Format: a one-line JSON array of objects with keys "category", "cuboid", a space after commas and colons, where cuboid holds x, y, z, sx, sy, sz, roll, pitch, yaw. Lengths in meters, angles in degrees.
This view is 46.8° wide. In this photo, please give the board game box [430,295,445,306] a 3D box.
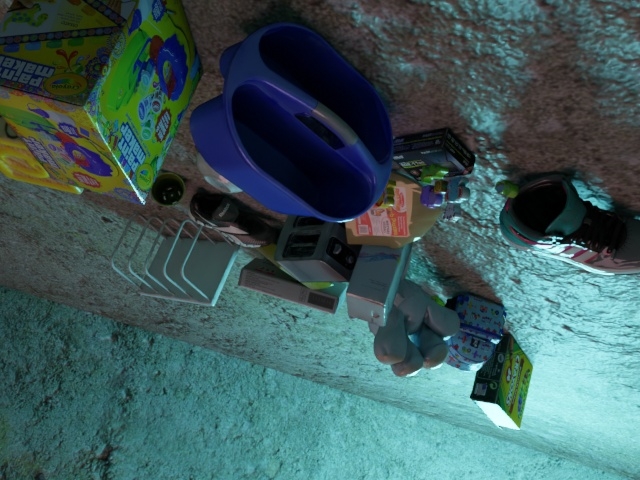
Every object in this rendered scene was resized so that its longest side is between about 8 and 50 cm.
[{"category": "board game box", "cuboid": [0.309, 0.206, 2.039, 0.092, 0.043, 0.181, 4, 154, 33]}]

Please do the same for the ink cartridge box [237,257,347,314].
[{"category": "ink cartridge box", "cuboid": [-0.061, 0.110, 2.039, 0.275, 0.060, 0.239, 16, -165, 8]}]

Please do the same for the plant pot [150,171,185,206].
[{"category": "plant pot", "cuboid": [-0.365, -0.116, 1.793, 0.083, 0.083, 0.079, 20, 171, -2]}]

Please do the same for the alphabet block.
[{"category": "alphabet block", "cuboid": [-0.557, -0.235, 1.486, 0.192, 0.197, 0.193, 13, 158, 17]}]

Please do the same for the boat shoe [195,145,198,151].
[{"category": "boat shoe", "cuboid": [-0.164, -0.176, 1.466, 0.223, 0.074, 0.080, 7, 156, 28]}]

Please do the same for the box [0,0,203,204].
[{"category": "box", "cuboid": [-0.335, -0.256, 1.136, 0.176, 0.279, 0.290, 16, 159, 10]}]

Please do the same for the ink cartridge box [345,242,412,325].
[{"category": "ink cartridge box", "cuboid": [0.130, 0.059, 1.600, 0.093, 0.213, 0.154, 15, 159, 11]}]

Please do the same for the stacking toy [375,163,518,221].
[{"category": "stacking toy", "cuboid": [0.220, -0.081, 1.316, 0.166, 0.052, 0.221, 9, 170, -24]}]

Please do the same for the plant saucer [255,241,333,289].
[{"category": "plant saucer", "cuboid": [-0.082, 0.057, 1.901, 0.188, 0.045, 0.188, 36, 178, -38]}]

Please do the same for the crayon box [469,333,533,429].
[{"category": "crayon box", "cuboid": [0.538, 0.418, 2.148, 0.081, 0.202, 0.318, 5, 156, 32]}]

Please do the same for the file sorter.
[{"category": "file sorter", "cuboid": [-0.407, 0.044, 2.053, 0.277, 0.193, 0.173, 5, 152, 31]}]

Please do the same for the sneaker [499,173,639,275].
[{"category": "sneaker", "cuboid": [0.444, -0.031, 1.257, 0.295, 0.124, 0.178, 11, 167, 24]}]

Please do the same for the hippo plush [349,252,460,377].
[{"category": "hippo plush", "cuboid": [0.164, 0.196, 1.825, 0.294, 0.234, 0.236, 49, 157, -23]}]

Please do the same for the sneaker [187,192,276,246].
[{"category": "sneaker", "cuboid": [-0.219, -0.053, 1.798, 0.234, 0.078, 0.106, 23, 159, 5]}]

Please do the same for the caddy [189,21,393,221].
[{"category": "caddy", "cuboid": [-0.028, -0.174, 1.138, 0.341, 0.241, 0.179, 35, 160, -36]}]

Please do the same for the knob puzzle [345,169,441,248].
[{"category": "knob puzzle", "cuboid": [0.143, -0.066, 1.476, 0.213, 0.030, 0.213, 7, 130, 8]}]

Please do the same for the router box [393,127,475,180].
[{"category": "router box", "cuboid": [0.193, -0.146, 1.286, 0.122, 0.038, 0.092, -5, 149, 46]}]

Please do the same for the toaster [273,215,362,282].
[{"category": "toaster", "cuboid": [0.000, 0.000, 1.636, 0.185, 0.168, 0.110, -3, 147, 42]}]

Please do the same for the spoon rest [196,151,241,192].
[{"category": "spoon rest", "cuboid": [-0.162, -0.144, 1.568, 0.276, 0.084, 0.137, 16, 162, 46]}]

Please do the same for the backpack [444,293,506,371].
[{"category": "backpack", "cuboid": [0.381, 0.239, 1.881, 0.158, 0.173, 0.117, 24, 158, -9]}]
